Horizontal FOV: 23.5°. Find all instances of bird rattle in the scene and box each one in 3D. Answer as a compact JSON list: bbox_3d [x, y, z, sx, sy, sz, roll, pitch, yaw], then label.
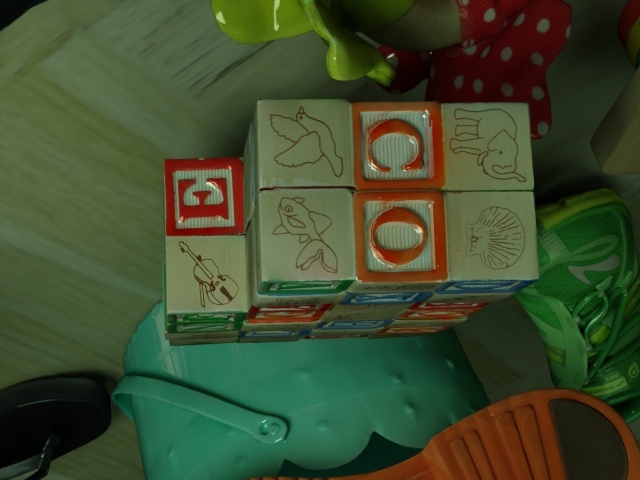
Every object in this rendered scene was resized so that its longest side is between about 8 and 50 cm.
[{"bbox_3d":[0.070,-0.145,0.767,0.253,0.143,0.207,10,121,-45],"label":"bird rattle"}]

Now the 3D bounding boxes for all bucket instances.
[{"bbox_3d":[-0.007,0.138,1.101,0.281,0.183,0.281,-15,148,-9],"label":"bucket"}]

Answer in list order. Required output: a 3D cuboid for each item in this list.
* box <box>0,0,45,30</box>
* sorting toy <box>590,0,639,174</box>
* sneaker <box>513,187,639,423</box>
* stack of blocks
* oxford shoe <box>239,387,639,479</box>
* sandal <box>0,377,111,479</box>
[{"bbox_3d":[-0.200,-0.169,0.299,0.312,0.343,0.179,-32,-179,8],"label":"box"},{"bbox_3d":[0.309,-0.159,0.913,0.255,0.089,0.257,-5,146,-25],"label":"sorting toy"},{"bbox_3d":[0.209,0.056,1.157,0.109,0.123,0.295,-26,148,9],"label":"sneaker"},{"bbox_3d":[0.000,0.000,0.837,0.171,0.087,0.297,-1,171,-6],"label":"stack of blocks"},{"bbox_3d":[0.019,0.206,0.930,0.363,0.130,0.133,-16,154,-7],"label":"oxford shoe"},{"bbox_3d":[-0.260,0.175,1.132,0.254,0.054,0.097,-27,149,10],"label":"sandal"}]
